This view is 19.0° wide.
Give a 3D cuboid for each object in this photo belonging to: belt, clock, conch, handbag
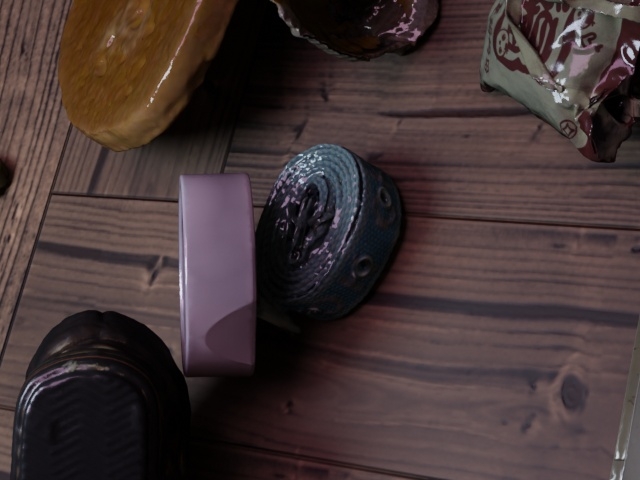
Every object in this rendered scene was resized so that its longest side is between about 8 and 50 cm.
[{"bbox_3d":[0.002,-0.008,1.852,0.147,0.082,0.163,-21,58,35],"label":"belt"},{"bbox_3d":[-0.101,0.033,1.840,0.068,0.197,0.197,-1,64,-5],"label":"clock"},{"bbox_3d":[0.025,-0.261,1.878,0.178,0.245,0.163,55,134,12],"label":"conch"},{"bbox_3d":[0.230,-0.198,1.716,0.235,0.127,0.213,40,117,50],"label":"handbag"}]

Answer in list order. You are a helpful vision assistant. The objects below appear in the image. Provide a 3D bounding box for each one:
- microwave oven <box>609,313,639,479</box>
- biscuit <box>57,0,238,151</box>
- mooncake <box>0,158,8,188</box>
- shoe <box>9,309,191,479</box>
[{"bbox_3d":[0.345,0.120,1.482,0.194,0.145,0.240,2,72,36],"label":"microwave oven"},{"bbox_3d":[-0.166,-0.268,2.036,0.365,0.062,0.385,-63,27,11],"label":"biscuit"},{"bbox_3d":[-0.483,0.045,2.227,0.347,0.057,0.150,-41,38,20],"label":"mooncake"},{"bbox_3d":[-0.209,0.264,1.830,0.171,0.237,0.384,-2,104,1],"label":"shoe"}]
